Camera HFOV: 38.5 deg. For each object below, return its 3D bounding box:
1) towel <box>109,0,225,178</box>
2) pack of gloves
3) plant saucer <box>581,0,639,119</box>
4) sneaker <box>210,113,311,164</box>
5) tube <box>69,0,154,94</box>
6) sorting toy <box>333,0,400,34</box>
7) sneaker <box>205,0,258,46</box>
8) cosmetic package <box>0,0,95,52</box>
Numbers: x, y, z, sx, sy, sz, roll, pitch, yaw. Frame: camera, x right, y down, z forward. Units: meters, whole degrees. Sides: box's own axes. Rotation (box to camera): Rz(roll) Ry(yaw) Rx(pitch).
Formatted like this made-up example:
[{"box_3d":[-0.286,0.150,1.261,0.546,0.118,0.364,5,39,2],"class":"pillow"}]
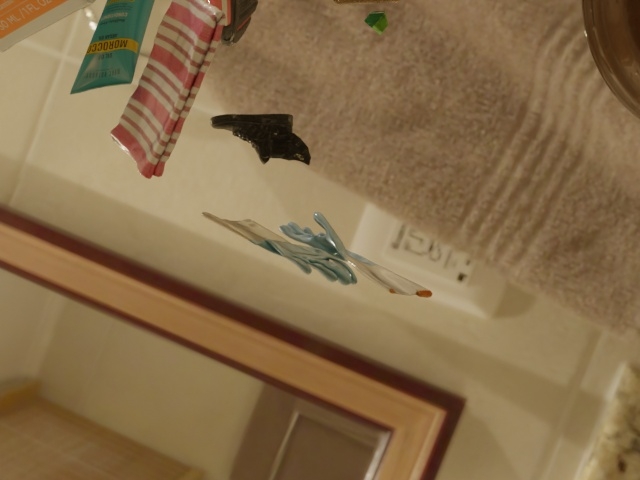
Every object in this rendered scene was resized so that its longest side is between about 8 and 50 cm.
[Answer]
[{"box_3d":[-0.171,-0.176,1.010,0.144,0.029,0.197,41,110,55],"class":"towel"},{"box_3d":[0.000,0.000,1.116,0.195,0.232,0.046,11,-78,-46],"class":"pack of gloves"},{"box_3d":[0.371,-0.221,0.806,0.041,0.278,0.278,-107,36,-79],"class":"plant saucer"},{"box_3d":[-0.102,-0.171,1.561,0.051,0.170,0.089,-121,29,-86],"class":"sneaker"},{"box_3d":[-0.239,-0.256,1.100,0.052,0.080,0.207,53,-144,-47],"class":"tube"},{"box_3d":[0.041,-0.218,0.787,0.012,0.062,0.083,19,-103,-68],"class":"sorting toy"},{"box_3d":[-0.184,-0.474,1.485,0.116,0.136,0.314,-55,-34,-54],"class":"sneaker"},{"box_3d":[-0.484,-0.490,1.191,0.453,0.230,0.161,49,-133,-30],"class":"cosmetic package"}]
